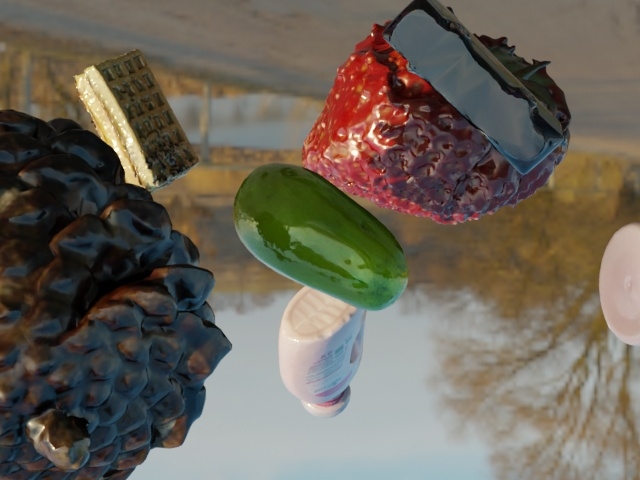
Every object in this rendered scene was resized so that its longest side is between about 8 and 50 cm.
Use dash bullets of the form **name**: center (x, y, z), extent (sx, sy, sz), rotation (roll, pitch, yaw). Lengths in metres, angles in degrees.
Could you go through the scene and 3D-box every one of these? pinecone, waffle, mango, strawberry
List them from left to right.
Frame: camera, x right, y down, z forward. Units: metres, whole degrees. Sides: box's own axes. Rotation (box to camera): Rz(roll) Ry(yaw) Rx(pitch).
- **pinecone**: center (-0.235, 0.049, 0.917), extent (0.298, 0.296, 0.242), rotation (-26, 166, -9)
- **waffle**: center (-0.194, -0.124, 1.355), extent (0.042, 0.148, 0.102), rotation (-24, -173, 28)
- **mango**: center (-0.001, -0.001, 1.087), extent (0.163, 0.089, 0.117), rotation (37, -175, -6)
- **strawberry**: center (0.120, -0.114, 1.383), extent (0.261, 0.258, 0.261), rotation (22, -152, -12)

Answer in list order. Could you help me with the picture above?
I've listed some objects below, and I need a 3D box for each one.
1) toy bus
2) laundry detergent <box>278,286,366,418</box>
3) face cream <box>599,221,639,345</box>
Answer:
- **toy bus**: center (0.130, -0.134, 1.074), extent (0.057, 0.172, 0.072), rotation (-44, -174, 21)
- **laundry detergent**: center (0.006, 0.169, 1.893), extent (0.159, 0.088, 0.335), rotation (-39, 157, -18)
- **face cream**: center (0.351, 0.033, 0.960), extent (0.273, 0.096, 0.154), rotation (1, 135, -19)
